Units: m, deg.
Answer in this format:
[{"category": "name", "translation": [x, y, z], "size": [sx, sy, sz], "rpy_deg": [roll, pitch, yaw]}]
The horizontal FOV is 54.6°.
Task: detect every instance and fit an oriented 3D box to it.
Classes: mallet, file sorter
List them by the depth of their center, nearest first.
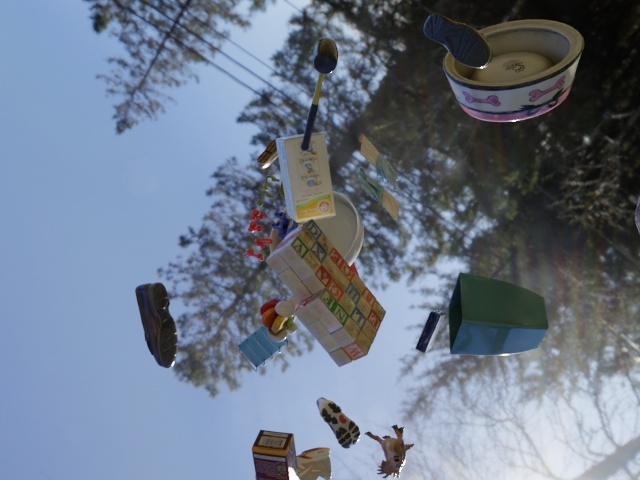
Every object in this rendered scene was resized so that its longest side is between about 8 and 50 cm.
[{"category": "mallet", "translation": [-0.007, -0.225, 0.996], "size": [0.039, 0.189, 0.062], "rpy_deg": [10, -149, -6]}, {"category": "file sorter", "translation": [-0.223, 0.413, 2.422], "size": [0.118, 0.170, 0.104], "rpy_deg": [51, 179, -8]}]

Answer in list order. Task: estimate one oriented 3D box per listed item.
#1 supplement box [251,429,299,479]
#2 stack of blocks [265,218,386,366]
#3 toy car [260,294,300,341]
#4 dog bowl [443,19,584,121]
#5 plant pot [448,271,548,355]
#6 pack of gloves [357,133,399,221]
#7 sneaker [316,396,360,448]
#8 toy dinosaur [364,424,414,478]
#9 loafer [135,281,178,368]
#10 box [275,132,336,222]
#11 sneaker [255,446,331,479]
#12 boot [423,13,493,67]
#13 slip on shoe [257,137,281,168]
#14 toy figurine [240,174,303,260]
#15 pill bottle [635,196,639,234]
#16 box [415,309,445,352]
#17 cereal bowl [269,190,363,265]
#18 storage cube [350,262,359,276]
[{"category": "supplement box", "translation": [-0.127, 0.645, 1.778], "size": [0.104, 0.188, 0.080], "rpy_deg": [3, -154, 15]}, {"category": "stack of blocks", "translation": [0.011, 0.119, 1.424], "size": [0.297, 0.087, 0.171], "rpy_deg": [51, -145, -11]}, {"category": "toy car", "translation": [-0.147, 0.267, 2.251], "size": [0.136, 0.159, 0.182], "rpy_deg": [29, -155, 19]}, {"category": "dog bowl", "translation": [0.594, -0.521, 1.918], "size": [0.408, 0.408, 0.150], "rpy_deg": [-115, 4, -50]}, {"category": "plant pot", "translation": [0.480, 0.209, 1.677], "size": [0.235, 0.165, 0.165], "rpy_deg": [6, -132, 2]}, {"category": "pack of gloves", "translation": [0.174, -0.193, 1.973], "size": [0.232, 0.046, 0.195], "rpy_deg": [40, -134, -38]}, {"category": "sneaker", "translation": [0.047, 0.481, 1.657], "size": [0.169, 0.068, 0.071], "rpy_deg": [59, 168, -18]}, {"category": "toy dinosaur", "translation": [0.285, 0.832, 2.396], "size": [0.296, 0.127, 0.200], "rpy_deg": [39, -152, -53]}, {"category": "loafer", "translation": [-0.560, 0.286, 2.108], "size": [0.095, 0.302, 0.109], "rpy_deg": [-1, -167, 24]}, {"category": "box", "translation": [-0.037, -0.157, 1.527], "size": [0.103, 0.203, 0.114], "rpy_deg": [-11, -167, -12]}, {"category": "sneaker", "translation": [-0.074, 0.739, 1.954], "size": [0.263, 0.099, 0.120], "rpy_deg": [-7, -105, -25]}, {"category": "boot", "translation": [0.406, -0.521, 1.649], "size": [0.179, 0.085, 0.236], "rpy_deg": [0, -143, -42]}, {"category": "slip on shoe", "translation": [-0.164, -0.295, 2.108], "size": [0.051, 0.135, 0.041], "rpy_deg": [29, 154, 17]}, {"category": "toy figurine", "translation": [-0.110, -0.042, 2.178], "size": [0.217, 0.191, 0.362], "rpy_deg": [45, -131, -45]}, {"category": "pill bottle", "translation": [0.657, -0.034, 1.154], "size": [0.121, 0.121, 0.221], "rpy_deg": [39, -152, 4]}, {"category": "box", "translation": [0.367, 0.301, 2.058], "size": [0.037, 0.136, 0.225], "rpy_deg": [23, -178, 19]}, {"category": "cereal bowl", "translation": [0.000, 0.000, 2.167], "size": [0.339, 0.339, 0.141], "rpy_deg": [53, -176, 35]}, {"category": "storage cube", "translation": [0.062, 0.193, 2.453], "size": [0.183, 0.193, 0.214], "rpy_deg": [-108, 2, -65]}]
